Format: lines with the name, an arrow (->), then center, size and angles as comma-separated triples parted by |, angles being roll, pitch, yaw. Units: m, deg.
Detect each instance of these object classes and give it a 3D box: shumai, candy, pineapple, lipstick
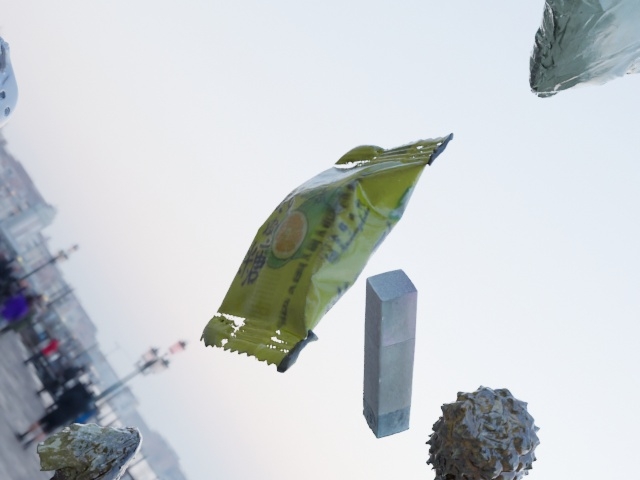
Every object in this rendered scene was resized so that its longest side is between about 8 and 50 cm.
shumai -> -0.285, 0.278, 1.152 | 0.105, 0.139, 0.123 | 58, -26, 14
candy -> 0.000, 0.000, 0.950 | 0.081, 0.297, 0.187 | 49, -23, -26
pineapple -> 0.228, 0.302, 1.336 | 0.166, 0.166, 0.193 | 48, -26, 26
lipstick -> 0.112, 0.192, 1.516 | 0.066, 0.068, 0.317 | -122, -156, -48

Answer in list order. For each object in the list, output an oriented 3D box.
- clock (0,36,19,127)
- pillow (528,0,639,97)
clock -> -0.482, -0.214, 1.263 | 0.080, 0.117, 0.176 | 15, -45, 12
pillow -> 0.469, -0.367, 1.505 | 0.310, 0.283, 0.138 | 83, -17, -60
